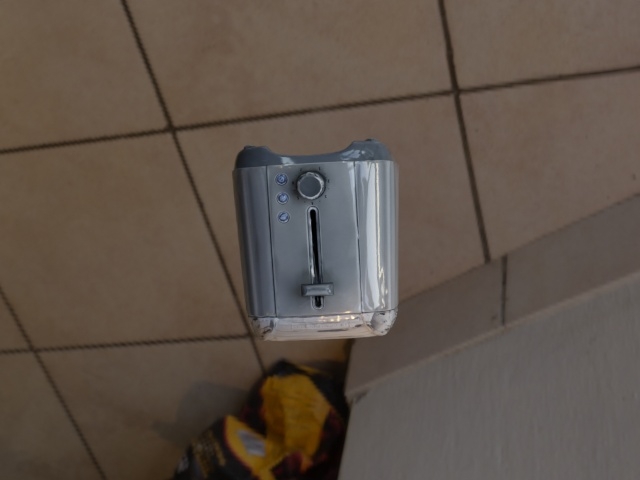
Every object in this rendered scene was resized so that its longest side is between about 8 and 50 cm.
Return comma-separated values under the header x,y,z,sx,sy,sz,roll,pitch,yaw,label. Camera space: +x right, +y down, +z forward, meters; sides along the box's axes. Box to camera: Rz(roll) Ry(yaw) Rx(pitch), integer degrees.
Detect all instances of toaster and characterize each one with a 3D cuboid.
x,y,z,sx,sy,sz,roll,pitch,yaw,label
0.000,0.000,0.823,0.129,0.227,0.146,-2,91,2,toaster
